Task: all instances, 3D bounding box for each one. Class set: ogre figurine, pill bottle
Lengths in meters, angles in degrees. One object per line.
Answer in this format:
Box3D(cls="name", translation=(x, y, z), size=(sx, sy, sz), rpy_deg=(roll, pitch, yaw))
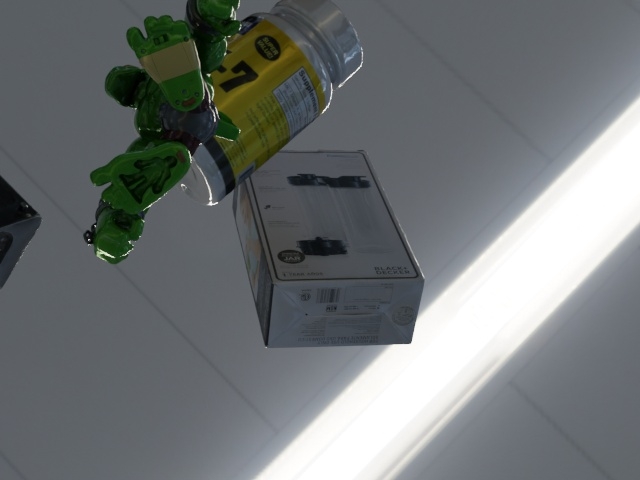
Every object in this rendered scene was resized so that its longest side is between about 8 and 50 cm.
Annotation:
Box3D(cls="ogre figurine", translation=(-0.103, -0.086, 0.777), size=(0.097, 0.118, 0.197), rpy_deg=(4, -79, -3))
Box3D(cls="pill bottle", translation=(-0.066, -0.140, 1.076), size=(0.119, 0.119, 0.208), rpy_deg=(44, -110, 8))

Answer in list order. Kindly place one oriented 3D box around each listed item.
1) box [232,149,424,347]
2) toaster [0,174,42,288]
Box3D(cls="box", translation=(0.000, 0.000, 1.300), size=(0.169, 0.087, 0.290), rpy_deg=(-1, -147, -13))
Box3D(cls="toaster", translation=(-0.318, -0.020, 0.774), size=(0.186, 0.110, 0.168), rpy_deg=(43, -147, 15))
